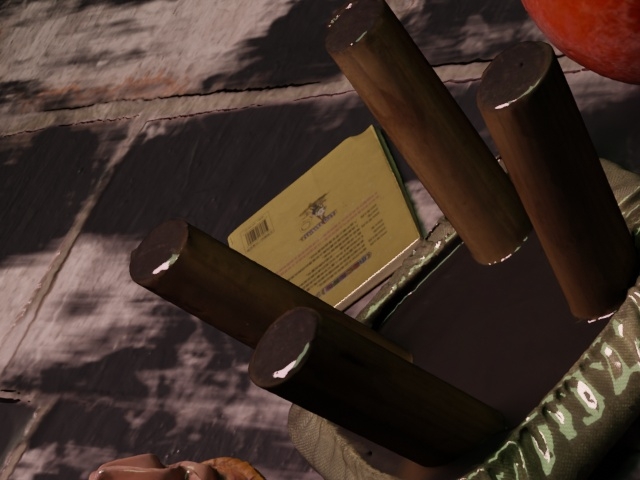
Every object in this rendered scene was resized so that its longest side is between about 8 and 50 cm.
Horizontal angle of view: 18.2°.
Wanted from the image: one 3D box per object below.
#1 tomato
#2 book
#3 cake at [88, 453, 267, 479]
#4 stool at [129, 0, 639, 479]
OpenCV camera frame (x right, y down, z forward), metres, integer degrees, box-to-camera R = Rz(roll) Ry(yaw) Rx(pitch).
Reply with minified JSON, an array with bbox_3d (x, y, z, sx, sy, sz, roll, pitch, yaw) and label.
[{"bbox_3d":[0.245,-0.210,1.419,0.208,0.208,0.184,-48,27,-5],"label":"tomato"},{"bbox_3d":[0.000,0.000,1.652,0.168,0.013,0.192,-38,32,13],"label":"book"},{"bbox_3d":[-0.103,0.227,1.357,0.185,0.178,0.208,-43,34,3],"label":"cake"},{"bbox_3d":[0.072,0.021,1.340,0.310,0.226,0.310,-51,31,-5],"label":"stool"}]
